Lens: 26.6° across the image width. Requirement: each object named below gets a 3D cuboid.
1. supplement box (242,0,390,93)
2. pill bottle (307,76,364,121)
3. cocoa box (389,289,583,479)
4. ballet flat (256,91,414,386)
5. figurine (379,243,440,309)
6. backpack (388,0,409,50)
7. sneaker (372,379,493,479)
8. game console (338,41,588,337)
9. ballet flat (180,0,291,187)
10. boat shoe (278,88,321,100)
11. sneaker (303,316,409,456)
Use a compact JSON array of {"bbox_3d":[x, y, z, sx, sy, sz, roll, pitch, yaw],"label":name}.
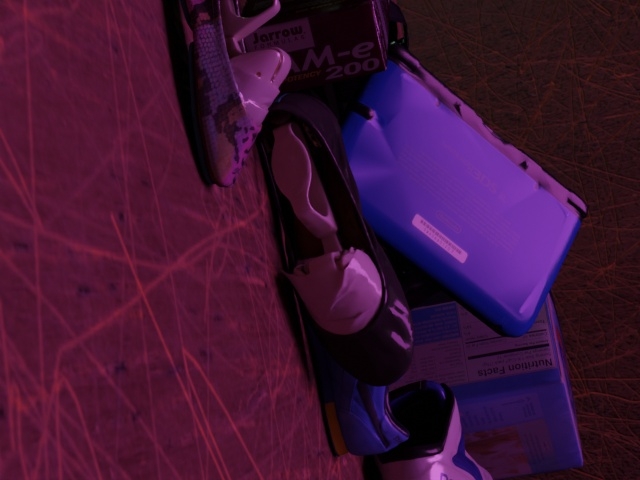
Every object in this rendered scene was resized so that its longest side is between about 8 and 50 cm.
[{"bbox_3d":[-0.001,-0.223,1.336,0.239,0.130,0.073,-81,158,-64],"label":"supplement box"},{"bbox_3d":[0.011,-0.188,1.530,0.078,0.078,0.137,-6,84,-81],"label":"pill bottle"},{"bbox_3d":[0.211,0.167,1.809,0.347,0.231,0.228,62,19,-60],"label":"cocoa box"},{"bbox_3d":[0.000,0.000,1.210,0.280,0.095,0.096,69,17,9],"label":"ballet flat"},{"bbox_3d":[0.134,0.020,1.596,0.215,0.209,0.092,-72,149,-74],"label":"figurine"},{"bbox_3d":[0.040,-0.300,1.752,0.182,0.115,0.152,-9,75,-80],"label":"backpack"},{"bbox_3d":[0.129,0.243,1.531,0.315,0.127,0.182,-5,85,-79],"label":"sneaker"},{"bbox_3d":[0.117,-0.071,1.421,0.293,0.173,0.250,37,70,-21],"label":"game console"},{"bbox_3d":[-0.066,-0.152,0.996,0.077,0.079,0.221,32,47,-79],"label":"ballet flat"},{"bbox_3d":[-0.019,-0.090,1.340,0.040,0.049,0.142,22,52,-49],"label":"boat shoe"},{"bbox_3d":[0.033,0.098,1.281,0.069,0.082,0.209,3,74,-79],"label":"sneaker"}]
